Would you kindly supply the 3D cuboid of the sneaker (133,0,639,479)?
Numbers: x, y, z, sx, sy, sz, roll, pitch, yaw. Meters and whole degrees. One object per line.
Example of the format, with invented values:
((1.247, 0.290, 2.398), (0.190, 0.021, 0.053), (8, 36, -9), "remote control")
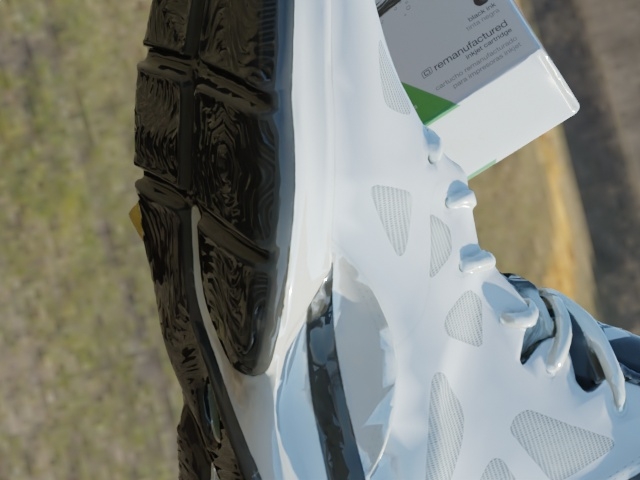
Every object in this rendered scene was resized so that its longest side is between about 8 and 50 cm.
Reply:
((0.055, 0.017, 0.994), (0.169, 0.258, 0.447), (31, -52, 59), "sneaker")

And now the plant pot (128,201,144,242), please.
((0.000, 0.000, 1.598), (0.212, 0.212, 0.187), (-4, 62, -38), "plant pot")

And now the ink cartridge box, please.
((0.071, -0.145, 1.402), (0.087, 0.153, 0.208), (47, 13, -50), "ink cartridge box")
